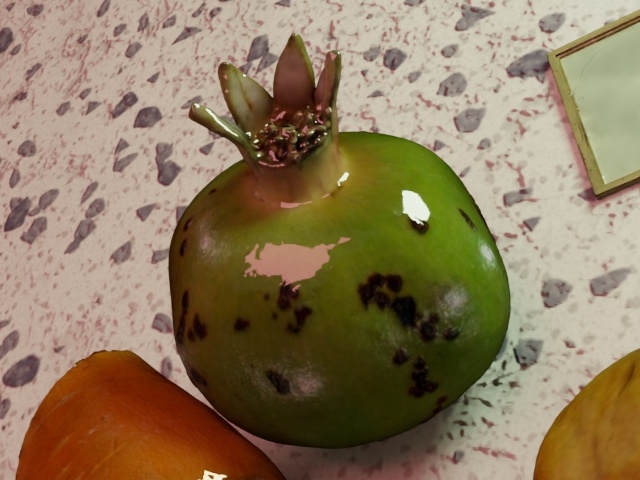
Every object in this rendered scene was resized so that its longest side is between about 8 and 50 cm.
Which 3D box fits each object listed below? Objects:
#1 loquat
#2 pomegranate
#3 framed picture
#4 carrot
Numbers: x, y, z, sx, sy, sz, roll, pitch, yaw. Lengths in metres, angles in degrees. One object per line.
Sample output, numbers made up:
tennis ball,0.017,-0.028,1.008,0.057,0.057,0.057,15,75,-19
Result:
loquat,0.234,0.170,0.828,0.234,0.176,0.187,-84,18,-67
pomegranate,0.014,0.018,1.021,0.291,0.323,0.290,0,53,0
framed picture,0.295,-0.137,1.169,0.136,0.010,0.201,-24,45,17
carrot,-0.128,0.237,1.031,0.214,0.193,0.331,-40,40,-22
